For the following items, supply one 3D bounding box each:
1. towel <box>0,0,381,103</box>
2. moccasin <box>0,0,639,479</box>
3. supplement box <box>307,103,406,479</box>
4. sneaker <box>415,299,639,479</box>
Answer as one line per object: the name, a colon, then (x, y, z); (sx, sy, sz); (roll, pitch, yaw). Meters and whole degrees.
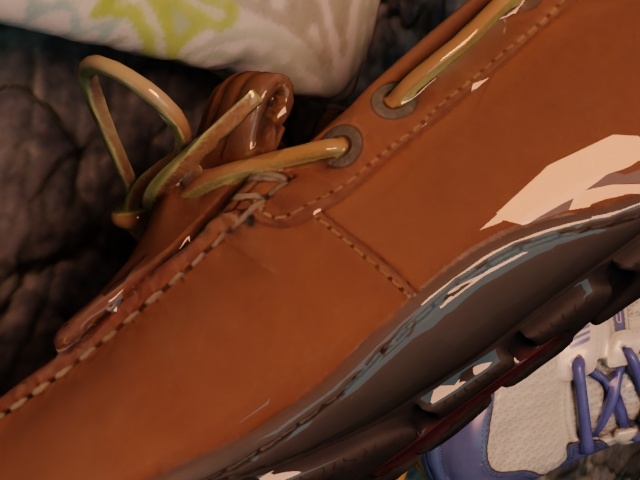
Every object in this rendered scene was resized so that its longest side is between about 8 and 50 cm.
towel: (-0.103, -0.228, 0.342); (0.374, 0.090, 0.320); (8, 100, -40)
moccasin: (-0.001, -0.001, 0.394); (0.380, 0.147, 0.139); (-36, 160, 5)
supplement box: (-0.001, 0.064, 0.505); (0.080, 0.078, 0.233); (26, 85, -40)
sneaker: (0.180, 0.048, 0.613); (0.296, 0.131, 0.112); (-27, 119, -29)
